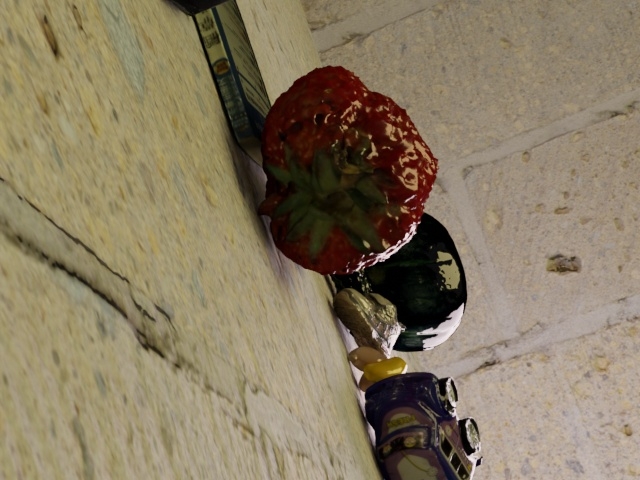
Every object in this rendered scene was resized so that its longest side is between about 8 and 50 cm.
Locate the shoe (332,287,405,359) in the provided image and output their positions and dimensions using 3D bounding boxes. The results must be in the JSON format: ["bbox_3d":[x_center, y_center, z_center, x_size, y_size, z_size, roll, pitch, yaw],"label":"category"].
[{"bbox_3d":[0.100,0.143,2.186,0.089,0.092,0.180,14,-35,49],"label":"shoe"}]

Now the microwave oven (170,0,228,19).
[{"bbox_3d":[-0.175,-0.422,1.666,0.205,0.129,0.163,-20,89,-82],"label":"microwave oven"}]

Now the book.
[{"bbox_3d":[-0.149,-0.321,1.940,0.300,0.039,0.428,42,28,-75],"label":"book"}]

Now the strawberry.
[{"bbox_3d":[0.057,-0.118,1.807,0.351,0.267,0.312,-26,109,-61],"label":"strawberry"}]

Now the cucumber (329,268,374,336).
[{"bbox_3d":[0.041,0.043,2.232,0.081,0.072,0.304,-43,120,-42],"label":"cucumber"}]

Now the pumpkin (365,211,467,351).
[{"bbox_3d":[0.160,0.082,2.428,0.315,0.238,0.315,173,-90,-77],"label":"pumpkin"}]

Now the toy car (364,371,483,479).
[{"bbox_3d":[0.171,0.354,2.055,0.235,0.172,0.158,63,23,-20],"label":"toy car"}]

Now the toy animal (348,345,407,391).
[{"bbox_3d":[0.095,0.248,2.137,0.091,0.114,0.082,-41,148,-60],"label":"toy animal"}]
